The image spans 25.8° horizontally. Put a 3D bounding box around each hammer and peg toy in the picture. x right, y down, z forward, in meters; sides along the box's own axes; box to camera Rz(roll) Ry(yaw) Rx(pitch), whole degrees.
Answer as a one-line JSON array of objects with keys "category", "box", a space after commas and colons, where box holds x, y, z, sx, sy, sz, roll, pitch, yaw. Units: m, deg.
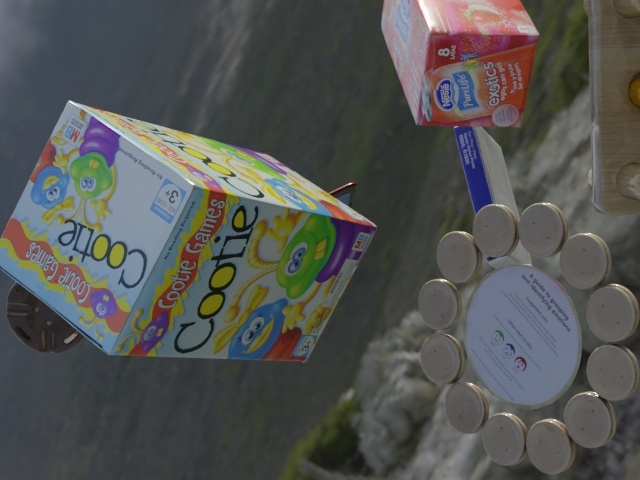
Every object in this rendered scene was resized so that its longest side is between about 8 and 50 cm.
[{"category": "hammer and peg toy", "box": [0.445, -0.168, 1.436, 0.127, 0.361, 0.266, -159, 65, -75]}]

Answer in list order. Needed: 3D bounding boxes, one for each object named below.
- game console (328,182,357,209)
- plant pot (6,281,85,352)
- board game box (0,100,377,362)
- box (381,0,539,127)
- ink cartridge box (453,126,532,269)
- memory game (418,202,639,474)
[{"category": "game console", "box": [0.000, 0.000, 1.865, 0.144, 0.085, 0.124, 97, 176, -70]}, {"category": "plant pot", "box": [-0.380, 0.085, 2.058, 0.167, 0.167, 0.165, -58, 1, 14]}, {"category": "board game box", "box": [-0.100, 0.001, 1.131, 0.275, 0.144, 0.142, 10, -69, -60]}, {"category": "box", "box": [0.157, -0.245, 1.637, 0.257, 0.128, 0.122, -102, 14, -54]}, {"category": "ink cartridge box", "box": [0.257, -0.065, 2.125, 0.224, 0.045, 0.223, 32, -136, -67]}, {"category": "memory game", "box": [0.137, 0.064, 0.942, 0.186, 0.012, 0.186, 5, 97, 45]}]
